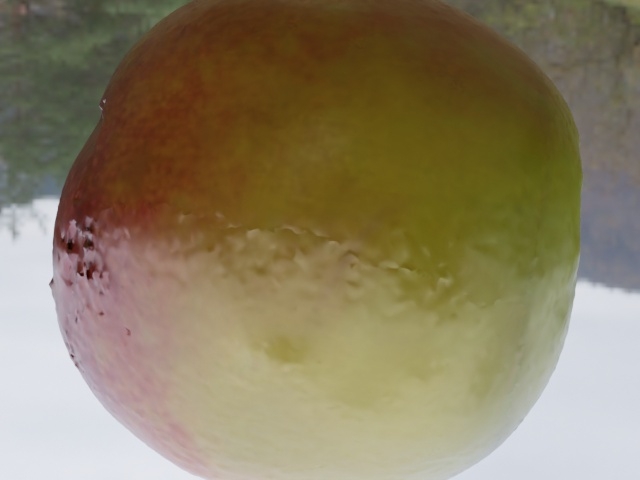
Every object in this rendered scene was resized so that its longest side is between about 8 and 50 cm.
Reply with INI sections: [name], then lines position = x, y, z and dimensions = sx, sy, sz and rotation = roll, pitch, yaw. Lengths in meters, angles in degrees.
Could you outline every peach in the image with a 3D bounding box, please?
[peach]
position = 0.000, 0.000, 0.607
dimensions = 0.231, 0.231, 0.231
rotation = 1, -174, 0
